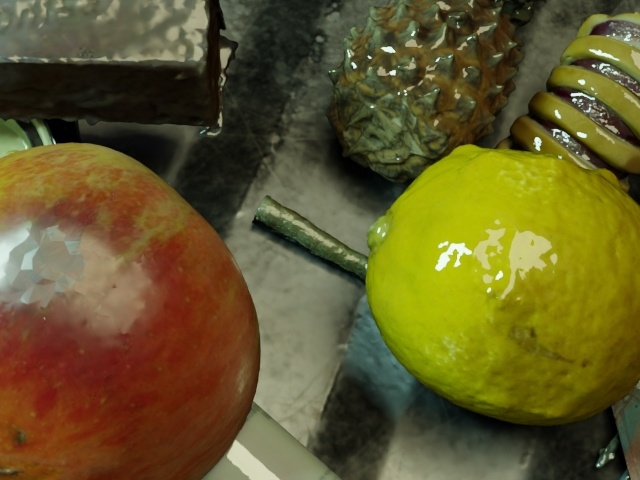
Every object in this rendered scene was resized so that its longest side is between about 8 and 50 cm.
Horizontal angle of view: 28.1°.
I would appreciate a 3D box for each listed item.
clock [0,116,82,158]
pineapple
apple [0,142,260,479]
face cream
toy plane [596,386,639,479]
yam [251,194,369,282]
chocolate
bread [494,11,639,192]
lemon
[{"bbox_3d":[-0.271,-0.133,1.144,0.276,0.120,0.379,3,69,-8],"label":"clock"},{"bbox_3d":[0.140,-0.206,1.256,0.175,0.175,0.361,34,49,5],"label":"pineapple"},{"bbox_3d":[-0.188,0.056,0.937,0.251,0.163,0.293,-42,77,-13],"label":"apple"},{"bbox_3d":[0.018,0.255,1.019,0.345,0.102,0.102,40,63,8],"label":"face cream"},{"bbox_3d":[0.306,0.239,1.086,0.223,0.104,0.326,24,74,40],"label":"toy plane"},{"bbox_3d":[0.000,0.000,1.183,0.129,0.027,0.033,28,63,1],"label":"yam"},{"bbox_3d":[-0.227,-0.163,1.042,0.321,0.112,0.112,3,72,-5],"label":"chocolate"},{"bbox_3d":[0.263,-0.115,1.220,0.134,0.081,0.225,36,98,15],"label":"bread"},{"bbox_3d":[0.172,0.040,1.089,0.288,0.233,0.233,19,62,-8],"label":"lemon"}]
